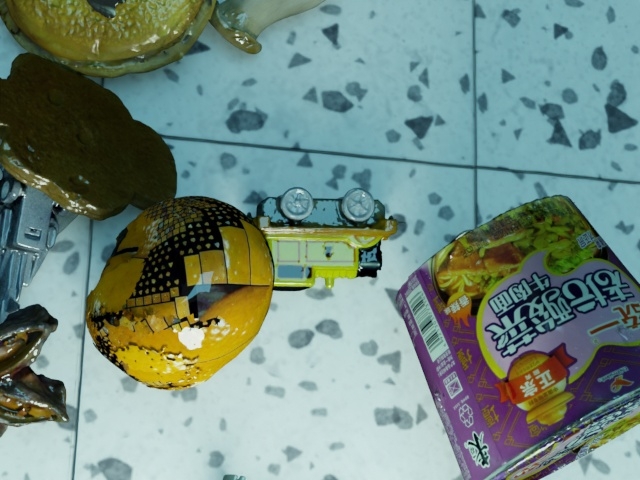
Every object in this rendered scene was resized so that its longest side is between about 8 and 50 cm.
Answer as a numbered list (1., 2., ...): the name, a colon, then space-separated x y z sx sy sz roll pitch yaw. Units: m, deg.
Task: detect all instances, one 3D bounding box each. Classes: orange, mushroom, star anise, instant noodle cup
1. orange: -0.157 0.059 1.494 0.182 0.234 0.234 44 69 -19
2. mushroom: -0.053 -0.329 1.700 0.212 0.088 0.097 -43 120 -14
3. star anise: -0.391 0.123 1.471 0.214 0.099 0.220 -20 103 11
4. instant noodle cup: 0.260 0.121 1.542 0.339 0.340 0.266 -21 70 -17

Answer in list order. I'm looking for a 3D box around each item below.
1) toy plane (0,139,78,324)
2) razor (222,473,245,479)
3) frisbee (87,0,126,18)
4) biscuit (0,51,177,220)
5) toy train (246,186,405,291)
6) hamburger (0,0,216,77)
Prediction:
1. toy plane: -0.356 0.002 1.535 0.212 0.088 0.267 15 73 -33
2. razor: -0.014 0.353 1.535 0.232 0.068 0.106 15 73 -14
3. frisbee: -0.305 -0.331 1.522 0.211 0.012 0.187 -42 95 15
4. biscuit: -0.297 -0.116 1.543 0.290 0.041 0.208 24 41 -32
5. toy train: 0.000 0.000 1.621 0.219 0.089 0.127 1 85 -13
6. hamburger: -0.267 -0.278 1.606 0.283 0.144 0.157 -3 84 2
